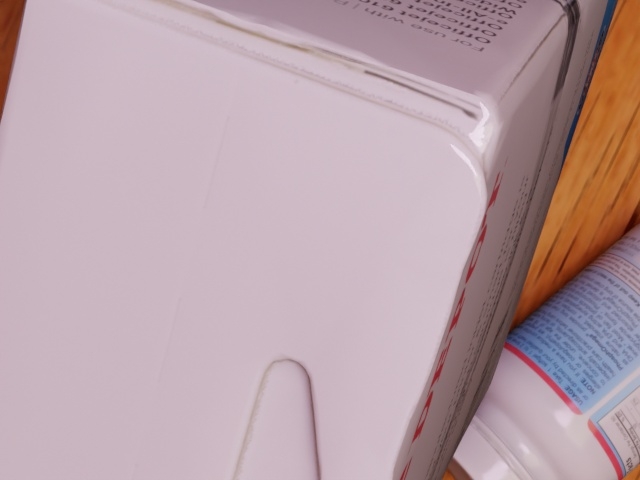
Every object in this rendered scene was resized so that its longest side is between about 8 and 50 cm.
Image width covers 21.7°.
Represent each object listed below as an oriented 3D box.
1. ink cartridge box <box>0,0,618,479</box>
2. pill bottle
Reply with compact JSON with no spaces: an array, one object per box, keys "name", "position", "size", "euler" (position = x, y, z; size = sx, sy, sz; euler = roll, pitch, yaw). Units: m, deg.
[{"name":"ink cartridge box","position":[0.000,0.000,0.569],"size":[0.129,0.307,0.223],"euler":[20,113,10]},{"name":"pill bottle","position":[0.131,0.064,0.789],"size":[0.160,0.087,0.087],"euler":[-39,116,-8]}]
